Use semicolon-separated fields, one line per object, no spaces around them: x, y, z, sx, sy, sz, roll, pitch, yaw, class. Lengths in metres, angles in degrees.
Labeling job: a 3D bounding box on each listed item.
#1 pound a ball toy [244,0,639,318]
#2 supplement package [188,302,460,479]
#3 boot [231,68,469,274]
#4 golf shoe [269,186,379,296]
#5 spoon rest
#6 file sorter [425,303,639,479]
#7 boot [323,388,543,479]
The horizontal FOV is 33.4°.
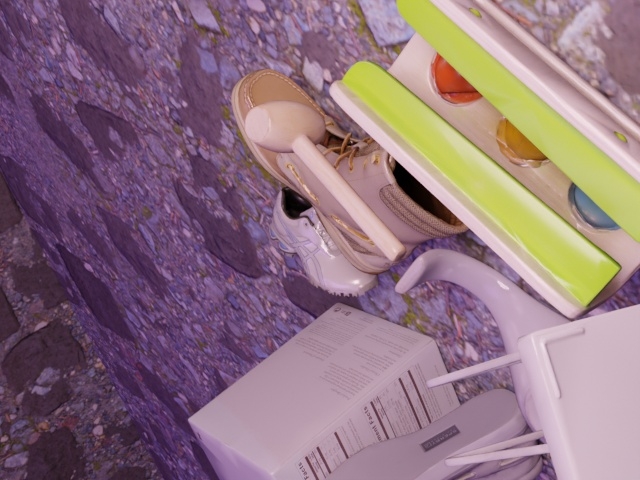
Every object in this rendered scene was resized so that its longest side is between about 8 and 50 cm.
0.119;-0.071;0.864;0.319;0.135;0.208;45;118;18;pound a ball toy
0.019;0.248;1.338;0.199;0.262;0.198;17;137;53;supplement package
0.030;-0.091;1.080;0.262;0.095;0.203;53;156;-3;boot
0.000;0.000;1.291;0.176;0.069;0.086;35;144;32;golf shoe
0.204;0.107;1.051;0.276;0.084;0.137;43;133;9;spoon rest
0.216;0.198;0.779;0.173;0.192;0.278;-30;73;58;file sorter
0.132;0.276;1.204;0.095;0.258;0.123;-115;-1;-61;boot
